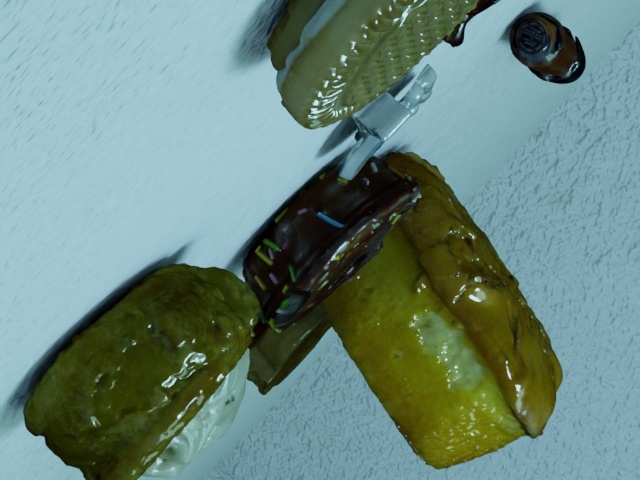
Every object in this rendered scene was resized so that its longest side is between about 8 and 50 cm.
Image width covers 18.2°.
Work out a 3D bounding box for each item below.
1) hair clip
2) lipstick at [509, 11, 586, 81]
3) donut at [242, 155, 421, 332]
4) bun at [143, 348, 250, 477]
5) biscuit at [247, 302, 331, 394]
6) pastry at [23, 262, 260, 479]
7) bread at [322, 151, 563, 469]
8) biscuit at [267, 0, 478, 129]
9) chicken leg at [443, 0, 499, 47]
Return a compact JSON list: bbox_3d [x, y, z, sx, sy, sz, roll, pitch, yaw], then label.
[{"bbox_3d":[0.060,-0.123,2.022,0.140,0.054,0.220,-50,178,-2],"label":"hair clip"},{"bbox_3d":[0.295,-0.245,2.564,0.077,0.077,0.418,-45,172,9],"label":"lipstick"},{"bbox_3d":[0.001,0.000,2.206,0.216,0.096,0.230,-39,173,-19],"label":"donut"},{"bbox_3d":[-0.162,0.173,2.154,0.231,0.133,0.231,-41,173,-6],"label":"bun"},{"bbox_3d":[0.026,0.054,2.877,0.394,0.076,0.368,-46,174,-5],"label":"biscuit"},{"bbox_3d":[-0.166,0.118,1.849,0.235,0.132,0.240,-51,-177,-20],"label":"pastry"},{"bbox_3d":[0.143,0.084,2.481,0.215,0.398,0.398,-31,176,9],"label":"bread"},{"bbox_3d":[0.061,-0.186,1.423,0.259,0.079,0.259,-43,172,-7],"label":"biscuit"},{"bbox_3d":[0.162,-0.252,1.784,0.089,0.048,0.219,-38,172,-26],"label":"chicken leg"}]
